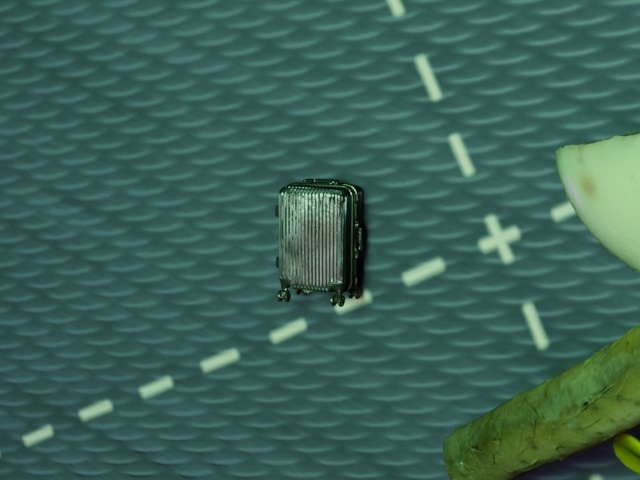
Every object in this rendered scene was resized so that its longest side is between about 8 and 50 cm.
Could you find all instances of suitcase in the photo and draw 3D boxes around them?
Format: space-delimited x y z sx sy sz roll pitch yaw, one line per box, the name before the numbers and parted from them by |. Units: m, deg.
suitcase | 0.000 0.000 1.566 0.086 0.059 0.126 3 100 24

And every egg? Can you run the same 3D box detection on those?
egg | 0.337 -0.024 1.314 0.271 0.206 0.162 -9 89 25

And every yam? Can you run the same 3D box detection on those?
yam | 0.238 0.154 1.396 0.083 0.083 0.371 57 139 7

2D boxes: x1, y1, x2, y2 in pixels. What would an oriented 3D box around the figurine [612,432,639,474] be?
figurine | 0.342 0.285 1.418 0.283 0.204 0.338 6 89 32
